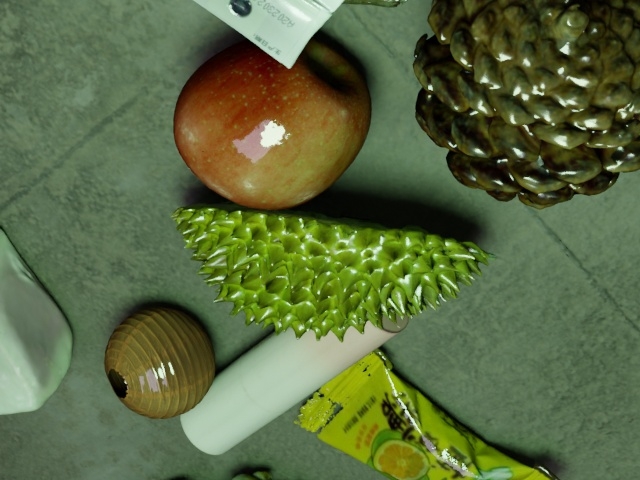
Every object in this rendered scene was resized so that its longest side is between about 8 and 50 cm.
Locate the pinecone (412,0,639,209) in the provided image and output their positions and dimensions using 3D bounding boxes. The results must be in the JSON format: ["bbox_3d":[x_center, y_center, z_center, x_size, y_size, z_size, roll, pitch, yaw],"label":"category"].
[{"bbox_3d":[0.190,-0.145,1.148,0.243,0.243,0.257,41,147,-14],"label":"pinecone"}]

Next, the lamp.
[{"bbox_3d":[-0.194,0.147,1.528,0.136,0.136,0.136,8,127,11],"label":"lamp"}]

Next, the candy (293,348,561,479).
[{"bbox_3d":[0.126,0.256,1.551,0.297,0.081,0.187,40,126,1],"label":"candy"}]

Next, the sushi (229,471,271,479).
[{"bbox_3d":[-0.089,0.495,1.638,0.285,0.328,0.328,-16,114,32],"label":"sushi"}]

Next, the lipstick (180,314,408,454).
[{"bbox_3d":[-0.037,0.149,1.512,0.087,0.087,0.327,42,125,-15],"label":"lipstick"}]

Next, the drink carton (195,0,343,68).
[{"bbox_3d":[-0.031,-0.266,1.124,0.134,0.222,0.102,36,127,-11],"label":"drink carton"}]

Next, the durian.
[{"bbox_3d":[0.002,0.006,1.342,0.356,0.169,0.157,9,130,11],"label":"durian"}]

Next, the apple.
[{"bbox_3d":[-0.049,-0.120,1.263,0.181,0.181,0.168,39,122,-13],"label":"apple"}]

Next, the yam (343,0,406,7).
[{"bbox_3d":[0.024,-0.241,1.248,0.129,0.027,0.033,10,88,12],"label":"yam"}]

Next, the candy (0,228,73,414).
[{"bbox_3d":[-0.508,0.117,1.595,0.359,0.145,0.208,-12,120,23],"label":"candy"}]
